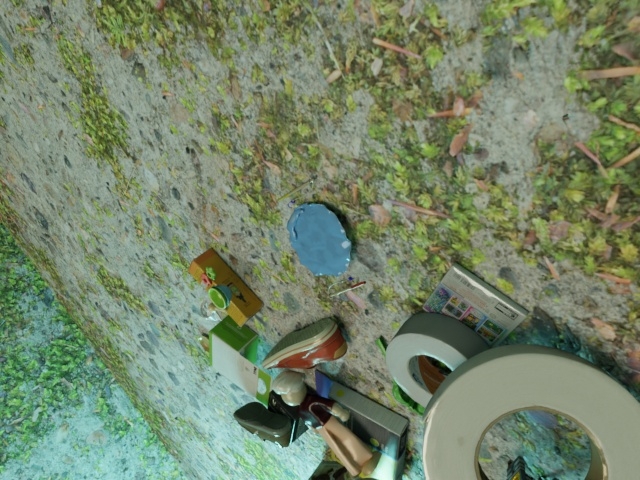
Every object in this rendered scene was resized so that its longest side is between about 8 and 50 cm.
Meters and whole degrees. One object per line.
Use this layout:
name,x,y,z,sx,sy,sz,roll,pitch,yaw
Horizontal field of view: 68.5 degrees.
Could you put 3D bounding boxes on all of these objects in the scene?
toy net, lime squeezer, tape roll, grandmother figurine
toy net,-0.315,0.169,1.333,0.122,0.045,0.232,44,141,7
lime squeezer,0.241,0.359,1.105,0.310,0.059,0.110,36,104,17
tape roll,0.370,0.377,0.814,0.392,0.072,0.392,1,92,15
grandmother figurine,0.008,0.481,1.255,0.342,0.104,0.208,44,129,2
tape roll,0.247,0.259,0.973,0.219,0.072,0.219,23,132,28

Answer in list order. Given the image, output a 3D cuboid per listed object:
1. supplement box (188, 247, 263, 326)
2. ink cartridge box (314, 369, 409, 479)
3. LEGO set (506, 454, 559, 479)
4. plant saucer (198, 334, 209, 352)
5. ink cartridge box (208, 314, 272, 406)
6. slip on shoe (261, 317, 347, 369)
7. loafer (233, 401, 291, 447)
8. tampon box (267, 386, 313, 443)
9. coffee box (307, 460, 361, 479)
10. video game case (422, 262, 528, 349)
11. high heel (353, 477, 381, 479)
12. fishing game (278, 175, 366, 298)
supplement box,-0.277,0.137,1.369,0.233,0.078,0.080,45,139,7
ink cartridge box,0.097,0.556,1.353,0.307,0.072,0.304,19,130,29
LEGO set,0.465,0.613,0.962,0.331,0.192,0.255,22,111,11
plant saucer,-0.408,0.374,1.703,0.083,0.015,0.083,22,131,28
ink cartridge box,-0.231,0.385,1.496,0.255,0.097,0.189,29,134,20
slip on shoe,-0.052,0.304,1.269,0.331,0.123,0.101,-31,100,44
loafer,-0.177,0.563,1.418,0.251,0.094,0.087,2,110,50
tampon box,-0.088,0.522,1.453,0.120,0.101,0.161,38,138,28
coffee box,-0.004,0.858,1.485,0.119,0.297,0.168,54,138,-5
video game case,0.292,0.134,0.909,0.157,0.019,0.143,36,137,15
high heel,0.197,0.727,1.226,0.377,0.127,0.181,3,119,-1
fishing game,0.000,0.000,1.055,0.189,0.041,0.264,-30,89,48
